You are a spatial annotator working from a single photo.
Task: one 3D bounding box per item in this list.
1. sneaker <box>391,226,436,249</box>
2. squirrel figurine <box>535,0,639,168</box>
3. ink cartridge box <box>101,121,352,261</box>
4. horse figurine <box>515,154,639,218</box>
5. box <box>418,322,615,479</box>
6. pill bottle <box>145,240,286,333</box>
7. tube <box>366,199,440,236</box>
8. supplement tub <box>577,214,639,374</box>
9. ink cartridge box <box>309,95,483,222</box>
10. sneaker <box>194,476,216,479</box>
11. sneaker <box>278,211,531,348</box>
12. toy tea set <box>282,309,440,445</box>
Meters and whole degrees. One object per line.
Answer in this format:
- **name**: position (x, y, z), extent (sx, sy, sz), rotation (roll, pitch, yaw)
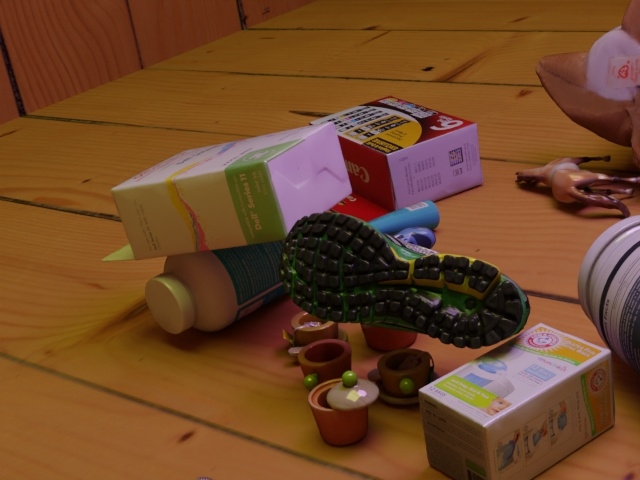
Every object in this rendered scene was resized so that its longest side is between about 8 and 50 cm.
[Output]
- **sneaker**: position (0.121, 0.020, 1.734), extent (0.144, 0.053, 0.059), rotation (-17, 22, 5)
- **squirrel figurine**: position (0.660, -0.243, 1.904), extent (0.370, 0.281, 0.397), rotation (6, 49, -42)
- **ink cartridge box**: position (-0.158, -0.069, 1.571), extent (0.353, 0.119, 0.207), rotation (-8, 17, 32)
- **horse figurine**: position (0.459, -0.105, 1.870), extent (0.174, 0.066, 0.263), rotation (-3, 19, -4)
- **box**: position (0.228, 0.191, 1.214), extent (0.203, 0.103, 0.114), rotation (-23, 27, -29)
- **pill bottle**: position (-0.141, 0.048, 1.649), extent (0.146, 0.146, 0.264), rotation (13, 32, 44)
- **tube**: position (0.107, -0.022, 1.804), extent (0.207, 0.052, 0.080), rotation (-15, -10, -29)
- **supplement tub**: position (0.442, 0.090, 1.251), extent (0.191, 0.191, 0.272), rotation (-14, 23, -10)
- **ink cartridge box**: position (0.114, -0.162, 2.065), extent (0.272, 0.130, 0.309), rotation (-21, 25, -22)
- **sneaker**: position (-0.096, 0.313, 1.156), extent (0.118, 0.067, 0.042), rotation (31, 34, 13)
- **sneaker**: position (0.099, 0.062, 1.339), extent (0.343, 0.134, 0.146), rotation (19, 0, 26)
- **toy tea set**: position (0.052, 0.130, 1.404), extent (0.200, 0.124, 0.336), rotation (-11, 23, -3)
